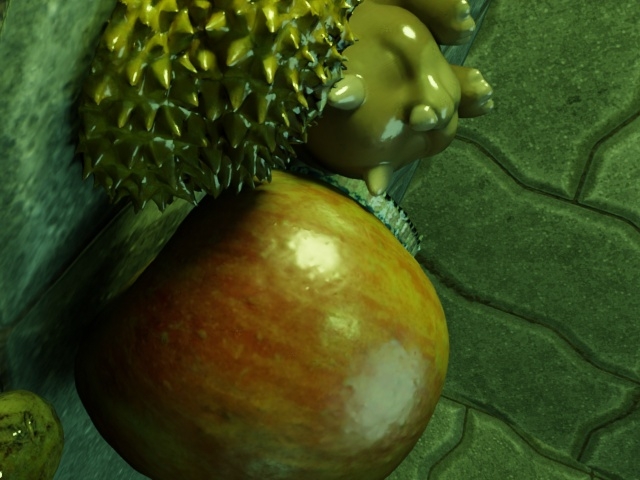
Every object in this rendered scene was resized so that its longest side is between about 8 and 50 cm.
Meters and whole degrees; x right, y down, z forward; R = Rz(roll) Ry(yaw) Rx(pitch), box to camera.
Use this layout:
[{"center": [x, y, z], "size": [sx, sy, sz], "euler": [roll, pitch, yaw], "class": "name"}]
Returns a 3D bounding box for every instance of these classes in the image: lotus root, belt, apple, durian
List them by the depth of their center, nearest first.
[{"center": [-0.227, 0.161, 0.593], "size": [0.080, 0.089, 0.179], "euler": [-16, -156, 30], "class": "lotus root"}, {"center": [-0.062, -0.107, 0.607], "size": [0.250, 0.137, 0.183], "euler": [-61, -177, 40], "class": "durian"}, {"center": [-0.036, 0.093, 0.760], "size": [0.302, 0.301, 0.301], "euler": [-60, 172, -15], "class": "apple"}, {"center": [0.000, 0.000, 1.047], "size": [0.150, 0.207, 0.257], "euler": [-59, 155, -12], "class": "belt"}]

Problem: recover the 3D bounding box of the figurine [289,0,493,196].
[{"center": [0.019, -0.143, 0.773], "size": [0.173, 0.247, 0.177], "euler": [-32, 147, -13], "class": "figurine"}]
